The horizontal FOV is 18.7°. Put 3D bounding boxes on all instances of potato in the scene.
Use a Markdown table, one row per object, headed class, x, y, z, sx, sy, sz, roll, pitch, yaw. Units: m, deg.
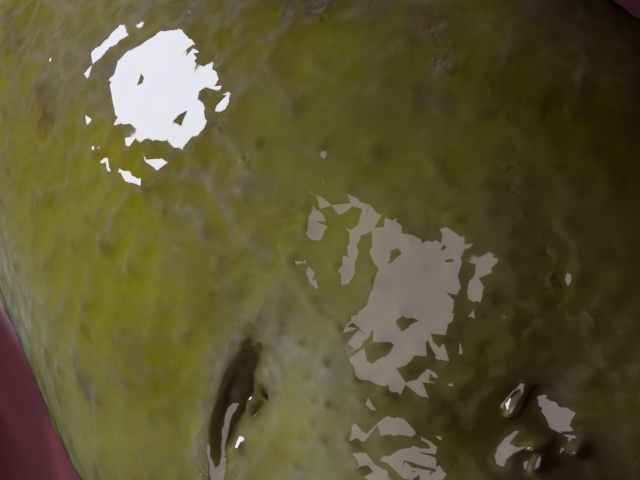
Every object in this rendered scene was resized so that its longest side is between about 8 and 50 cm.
| class | x | y | z | sx | sy | sz | roll | pitch | yaw |
| --- | --- | --- | --- | --- | --- | --- | --- | --- | --- |
| potato | 0.000 | 0.000 | 0.471 | 0.174 | 0.159 | 0.251 | -47 | 53 | 2 |
